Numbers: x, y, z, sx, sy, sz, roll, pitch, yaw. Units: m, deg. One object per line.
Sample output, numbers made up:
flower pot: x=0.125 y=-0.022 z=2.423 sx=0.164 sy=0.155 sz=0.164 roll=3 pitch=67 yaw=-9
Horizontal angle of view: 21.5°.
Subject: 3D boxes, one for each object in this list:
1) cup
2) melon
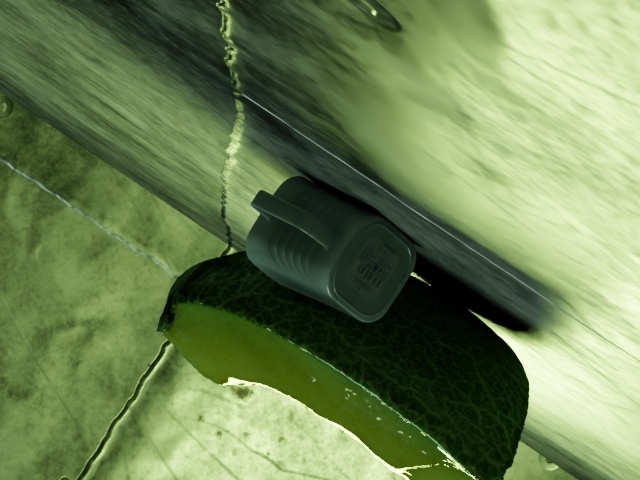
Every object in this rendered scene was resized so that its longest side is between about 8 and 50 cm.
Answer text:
cup: x=0.000 y=0.000 z=1.529 sx=0.129 sy=0.095 sz=0.128 roll=24 pitch=167 yaw=49
melon: x=0.019 y=0.115 z=1.697 sx=0.343 sy=0.226 sz=0.331 roll=36 pitch=-156 yaw=-9
